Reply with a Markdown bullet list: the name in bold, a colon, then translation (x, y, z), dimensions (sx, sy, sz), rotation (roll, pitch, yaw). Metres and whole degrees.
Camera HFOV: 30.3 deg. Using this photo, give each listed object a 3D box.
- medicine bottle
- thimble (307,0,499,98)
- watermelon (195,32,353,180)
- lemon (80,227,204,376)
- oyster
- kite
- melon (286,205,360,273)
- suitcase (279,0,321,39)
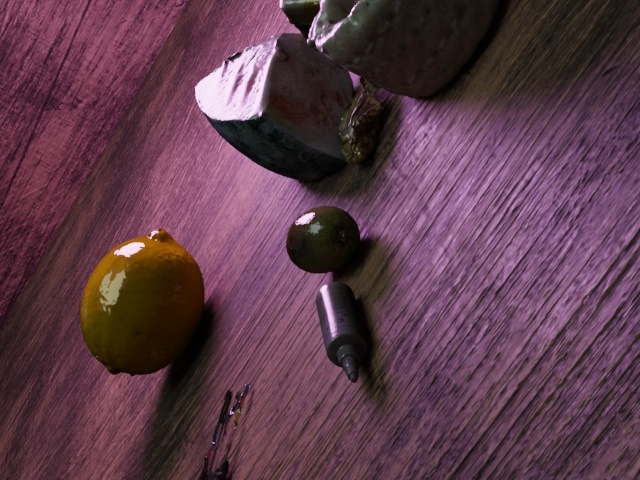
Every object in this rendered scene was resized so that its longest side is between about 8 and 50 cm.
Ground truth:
- **medicine bottle**: translation (0.031, 0.129, 1.589), dimensions (0.057, 0.058, 0.199), rotation (-55, 22, 22)
- **thimble**: translation (0.127, -0.358, 1.754), dimensions (0.291, 0.195, 0.291), rotation (-55, 19, 30)
- **watermelon**: translation (-0.058, -0.252, 2.085), dimensions (0.258, 0.228, 0.387), rotation (-54, 26, -2)
- **lemon**: translation (-0.335, 0.123, 2.239), dimensions (0.263, 0.236, 0.236), rotation (-45, 19, -7)
- **oyster**: translation (0.063, -0.189, 1.901), dimensions (0.105, 0.056, 0.177), rotation (-58, 19, 33)
- **kite**: translation (-0.165, 0.353, 1.850), dimensions (0.152, 0.015, 0.285), rotation (-33, 36, 53)
- **melon**: translation (0.000, 0.000, 1.764), dimensions (0.162, 0.099, 0.099), rotation (-20, 47, 66)
- **suitcase**: translation (0.061, -0.435, 2.019), dimensions (0.235, 0.143, 0.193), rotation (4, 64, 35)
